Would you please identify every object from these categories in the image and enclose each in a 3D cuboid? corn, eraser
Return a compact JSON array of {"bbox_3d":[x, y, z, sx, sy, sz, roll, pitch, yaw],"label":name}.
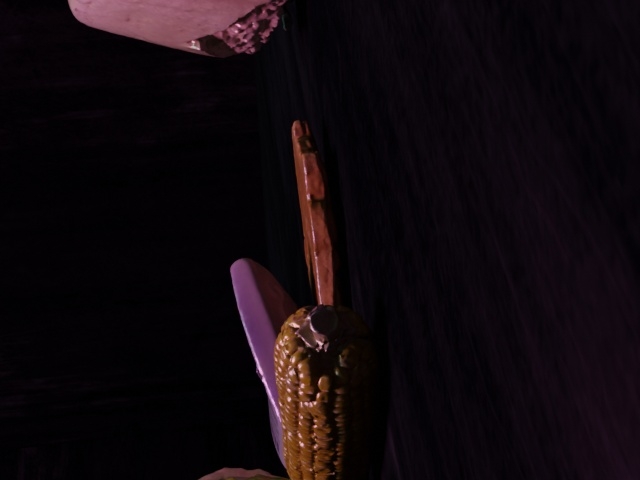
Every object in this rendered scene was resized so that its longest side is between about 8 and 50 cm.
[{"bbox_3d":[0.007,0.129,0.890,0.238,0.080,0.080,85,177,-52],"label":"corn"},{"bbox_3d":[-0.005,0.155,1.089,0.204,0.059,0.243,65,-179,-57],"label":"eraser"}]

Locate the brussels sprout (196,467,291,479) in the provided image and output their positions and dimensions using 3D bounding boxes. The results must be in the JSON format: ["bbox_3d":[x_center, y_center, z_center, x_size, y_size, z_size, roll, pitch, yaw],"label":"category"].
[{"bbox_3d":[-0.053,0.329,1.086,0.244,0.244,0.244,175,90,-86],"label":"brussels sprout"}]

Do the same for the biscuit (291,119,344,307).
[{"bbox_3d":[0.000,0.000,1.088,0.162,0.035,0.250,82,-179,-66],"label":"biscuit"}]

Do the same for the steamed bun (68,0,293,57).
[{"bbox_3d":[-0.128,-0.354,1.206,0.272,0.274,0.290,137,126,-64],"label":"steamed bun"}]

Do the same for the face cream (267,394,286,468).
[{"bbox_3d":[-0.030,0.176,1.437,0.291,0.071,0.144,89,170,-56],"label":"face cream"}]
